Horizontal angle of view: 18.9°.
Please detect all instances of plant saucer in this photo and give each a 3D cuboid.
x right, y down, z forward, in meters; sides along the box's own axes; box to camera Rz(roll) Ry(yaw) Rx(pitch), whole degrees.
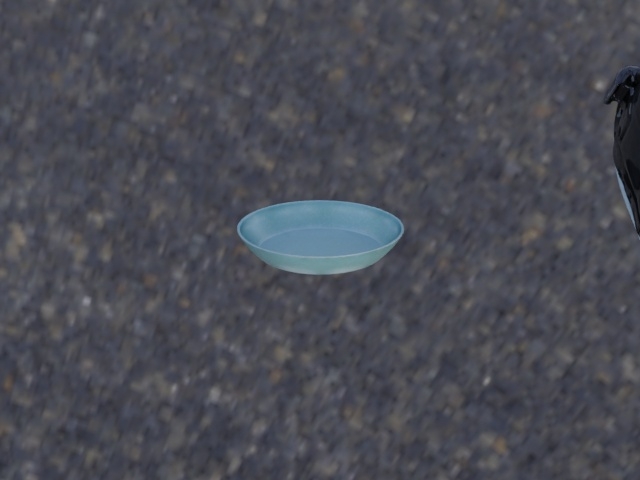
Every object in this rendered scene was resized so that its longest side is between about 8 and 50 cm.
[{"bbox_3d":[0.000,0.000,1.376,0.119,0.021,0.119,0,21,0],"label":"plant saucer"}]

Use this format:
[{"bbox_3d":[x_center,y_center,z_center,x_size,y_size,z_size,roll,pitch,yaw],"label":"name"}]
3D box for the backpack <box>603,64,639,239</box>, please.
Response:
[{"bbox_3d":[0.277,-0.002,1.056,0.191,0.225,0.253,1,65,-14],"label":"backpack"}]
